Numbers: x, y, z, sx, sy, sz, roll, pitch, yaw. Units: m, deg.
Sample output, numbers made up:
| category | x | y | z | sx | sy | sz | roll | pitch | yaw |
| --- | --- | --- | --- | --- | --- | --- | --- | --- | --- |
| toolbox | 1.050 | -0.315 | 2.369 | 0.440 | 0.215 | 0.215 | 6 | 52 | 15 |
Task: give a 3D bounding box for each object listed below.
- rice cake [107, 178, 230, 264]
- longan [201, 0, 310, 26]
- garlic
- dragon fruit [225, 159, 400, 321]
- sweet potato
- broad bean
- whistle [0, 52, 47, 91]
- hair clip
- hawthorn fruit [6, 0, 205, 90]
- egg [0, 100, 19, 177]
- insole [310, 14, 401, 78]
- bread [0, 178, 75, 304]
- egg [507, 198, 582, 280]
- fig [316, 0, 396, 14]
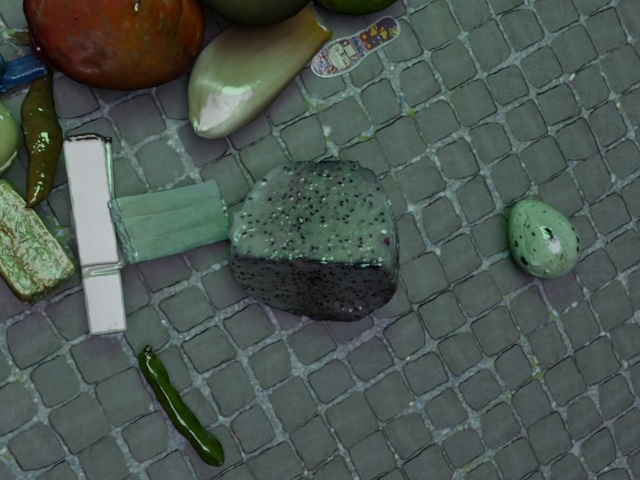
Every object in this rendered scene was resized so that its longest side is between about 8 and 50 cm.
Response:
| category | x | y | z | sx | sy | sz | roll | pitch | yaw |
| --- | --- | --- | --- | --- | --- | --- | --- | --- | --- |
| rice cake | -0.244 | -0.035 | 1.240 | 0.211 | 0.038 | 0.124 | -23 | 100 | -42 |
| longan | -0.121 | -0.481 | 1.137 | 0.300 | 0.243 | 0.300 | 16 | 57 | -25 |
| garlic | -0.116 | -0.301 | 1.273 | 0.143 | 0.112 | 0.318 | 43 | 82 | 12 |
| dragon fruit | 0.000 | 0.000 | 1.269 | 0.283 | 0.204 | 0.221 | 3 | 62 | 9 |
| sweet potato | -0.447 | -0.163 | 1.178 | 0.067 | 0.067 | 0.273 | -2 | 61 | -14 |
| broad bean | -0.244 | 0.292 | 1.277 | 0.053 | 0.052 | 0.256 | -27 | 99 | 25 |
| whistle | -0.531 | -0.285 | 1.182 | 0.158 | 0.090 | 0.090 | -25 | 96 | -12 |
| hair clip | -0.368 | -0.011 | 1.224 | 0.085 | 0.101 | 0.330 | -8 | 94 | -19 |
| hawthorn fruit | -0.351 | -0.355 | 1.154 | 0.308 | 0.276 | 0.275 | -18 | 95 | 15 |
| egg | -0.559 | -0.158 | 1.130 | 0.202 | 0.164 | 0.164 | -4 | 92 | 27 |
| insole | 0.068 | -0.360 | 1.372 | 0.197 | 0.004 | 0.065 | -31 | 97 | -11 |
| bread | -0.484 | 0.002 | 1.176 | 0.102 | 0.138 | 0.196 | -35 | 98 | -21 |
| egg | 0.418 | -0.002 | 1.397 | 0.131 | 0.131 | 0.164 | -38 | 86 | -11 |
| fig | 0.069 | -0.486 | 1.292 | 0.191 | 0.181 | 0.180 | 18 | 86 | -37 |
